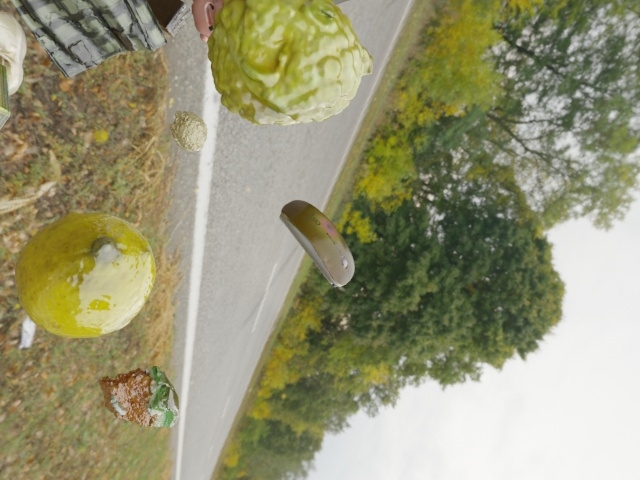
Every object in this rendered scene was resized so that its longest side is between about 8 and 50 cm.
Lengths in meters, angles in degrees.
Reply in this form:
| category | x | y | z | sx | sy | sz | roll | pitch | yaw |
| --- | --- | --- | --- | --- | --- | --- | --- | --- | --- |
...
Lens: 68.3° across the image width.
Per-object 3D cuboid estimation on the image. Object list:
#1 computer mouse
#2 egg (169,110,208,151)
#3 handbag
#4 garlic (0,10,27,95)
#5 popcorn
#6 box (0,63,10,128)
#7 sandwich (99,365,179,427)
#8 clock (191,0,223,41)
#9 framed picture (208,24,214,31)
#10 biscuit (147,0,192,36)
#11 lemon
| category | x | y | z | sx | sy | sz | roll | pitch | yaw |
| --- | --- | --- | --- | --- | --- | --- | --- | --- | --- |
| computer mouse | 0.000 | 0.000 | 1.470 | 0.072 | 0.310 | 0.158 | -38 | 180 | 35 |
| egg | -0.451 | -0.376 | 1.625 | 0.118 | 0.116 | 0.140 | -22 | 106 | -50 |
| handbag | -0.628 | -0.635 | 1.249 | 0.162 | 0.325 | 0.327 | -94 | 167 | -52 |
| garlic | -0.595 | -0.271 | 0.741 | 0.203 | 0.184 | 0.281 | -16 | -176 | 40 |
| popcorn | -0.039 | -0.280 | 0.739 | 0.251 | 0.206 | 0.237 | -6 | -179 | -39 |
| box | -0.513 | -0.247 | 0.546 | 0.041 | 0.153 | 0.279 | -45 | 140 | 9 |
| sandwich | -0.414 | 0.380 | 1.101 | 0.185 | 0.160 | 0.109 | 99 | -24 | -48 |
| clock | -0.291 | -0.659 | 1.379 | 0.093 | 0.162 | 0.166 | -42 | 134 | -45 |
| framed picture | -0.055 | -0.460 | 0.943 | 0.324 | 0.244 | 0.013 | -68 | 144 | -64 |
| biscuit | -0.541 | -0.769 | 1.509 | 0.106 | 0.252 | 0.070 | -53 | 175 | 2 |
| lemon | -0.628 | 0.090 | 1.282 | 0.387 | 0.350 | 0.350 | -30 | -159 | 52 |
